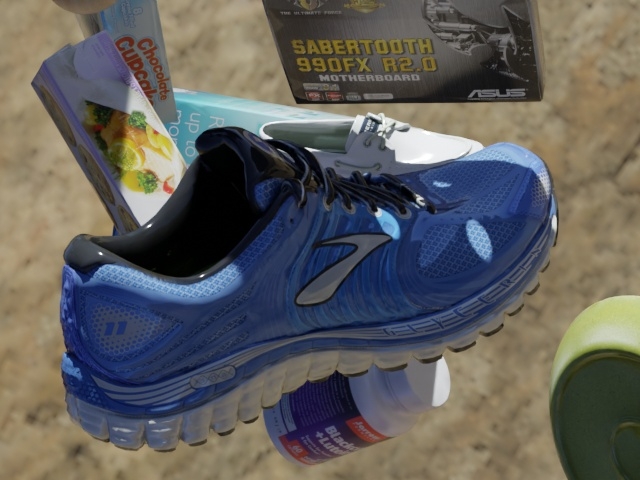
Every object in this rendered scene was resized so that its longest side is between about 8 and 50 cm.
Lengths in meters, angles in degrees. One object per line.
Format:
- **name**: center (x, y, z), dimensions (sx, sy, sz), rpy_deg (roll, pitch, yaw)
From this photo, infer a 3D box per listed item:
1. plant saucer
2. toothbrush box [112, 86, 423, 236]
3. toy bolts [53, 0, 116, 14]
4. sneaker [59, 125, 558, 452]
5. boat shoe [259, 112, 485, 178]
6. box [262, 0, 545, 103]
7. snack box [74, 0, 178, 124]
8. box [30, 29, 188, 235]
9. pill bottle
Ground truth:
- **plant saucer**: center (0.257, 0.160, 1.459), dimensions (0.037, 0.241, 0.241), rpy_deg (-24, 7, -35)
- **toothbrush box**: center (-0.057, -0.032, 1.995), dimensions (0.126, 0.296, 0.216), rpy_deg (-28, -52, -74)
- **toy bolts**: center (-0.236, -0.213, 1.246), dimensions (0.229, 0.158, 0.218), rpy_deg (-6, 64, 11)
- **sneaker**: center (0.000, 0.000, 1.097), dimensions (0.130, 0.330, 0.147), rpy_deg (26, 131, 52)
- **boat shoe**: center (0.045, -0.081, 1.796), dimensions (0.226, 0.075, 0.083), rpy_deg (-5, 35, 17)
- **box**: center (0.075, -0.193, 1.660), dimensions (0.231, 0.183, 0.056), rpy_deg (0, 59, 12)
- **snack box**: center (-0.211, -0.258, 1.871), dimensions (0.060, 0.187, 0.322), rpy_deg (-14, 31, -9)
- **box**: center (-0.123, -0.013, 1.532), dimensions (0.063, 0.324, 0.067), rpy_deg (-30, -1, -20)
- **pill bottle**: center (0.041, 0.169, 2.045), dimensions (0.193, 0.108, 0.108), rpy_deg (-25, 43, 36)
